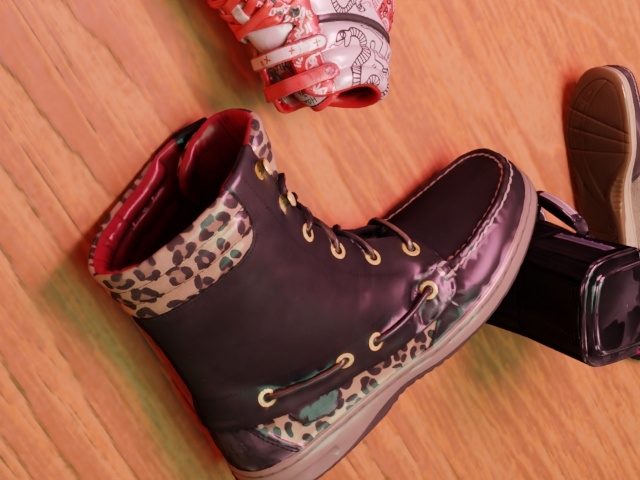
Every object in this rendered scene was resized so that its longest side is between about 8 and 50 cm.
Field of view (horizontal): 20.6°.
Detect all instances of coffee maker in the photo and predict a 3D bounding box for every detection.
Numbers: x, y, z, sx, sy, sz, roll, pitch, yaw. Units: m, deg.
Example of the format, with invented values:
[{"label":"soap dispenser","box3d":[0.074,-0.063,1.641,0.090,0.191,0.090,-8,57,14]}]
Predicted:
[{"label":"coffee maker","box3d":[0.208,0.050,1.614,0.171,0.178,0.120,-38,122,-22]}]

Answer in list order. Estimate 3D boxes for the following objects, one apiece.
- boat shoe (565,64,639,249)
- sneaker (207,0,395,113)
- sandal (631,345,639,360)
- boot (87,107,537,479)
[{"label":"boat shoe","box3d":[0.292,-0.074,1.711,0.073,0.080,0.224,-28,124,-34]},{"label":"sneaker","box3d":[-0.044,-0.187,1.387,0.270,0.090,0.145,15,68,-42]},{"label":"sandal","box3d":[0.318,0.088,1.795,0.179,0.040,0.067,14,94,-38]},{"label":"boot","box3d":[0.000,0.000,1.479,0.377,0.138,0.284,-45,125,-11]}]
